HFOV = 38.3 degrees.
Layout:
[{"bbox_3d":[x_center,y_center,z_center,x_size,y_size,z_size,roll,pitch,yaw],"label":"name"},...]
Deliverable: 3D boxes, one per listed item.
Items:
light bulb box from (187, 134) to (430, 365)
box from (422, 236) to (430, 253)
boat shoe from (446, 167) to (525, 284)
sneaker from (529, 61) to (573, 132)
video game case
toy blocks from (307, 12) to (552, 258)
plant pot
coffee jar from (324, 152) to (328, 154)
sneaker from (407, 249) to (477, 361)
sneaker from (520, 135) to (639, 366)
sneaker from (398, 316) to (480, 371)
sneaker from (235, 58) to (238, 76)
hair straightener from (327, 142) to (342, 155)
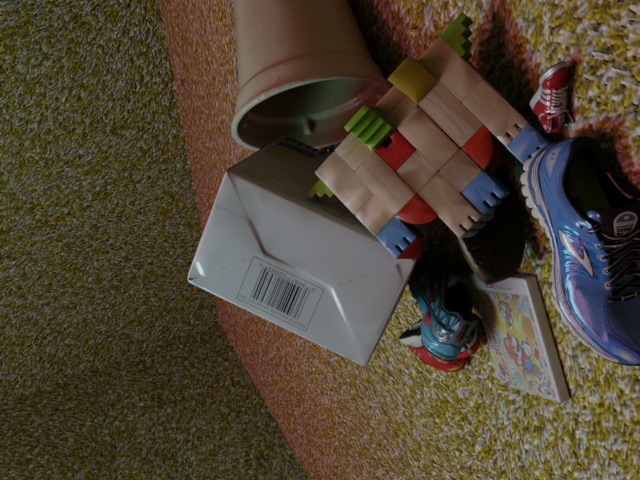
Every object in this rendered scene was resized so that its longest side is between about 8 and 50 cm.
[{"bbox_3d":[0.000,0.000,1.705,0.225,0.357,0.361,-66,-6,20],"label":"light bulb box"},{"bbox_3d":[0.132,0.014,2.021,0.275,0.113,0.094,-155,47,-68],"label":"box"},{"bbox_3d":[0.252,-0.080,1.571,0.120,0.122,0.324,107,148,-71],"label":"boat shoe"},{"bbox_3d":[0.333,-0.196,1.298,0.118,0.042,0.067,93,157,-67],"label":"sneaker"},{"bbox_3d":[0.352,0.167,1.657,0.206,0.026,0.227,-177,69,-72],"label":"video game case"},{"bbox_3d":[0.186,-0.117,1.438,0.261,0.381,0.190,48,-162,12],"label":"toy blocks"},{"bbox_3d":[-0.044,-0.382,1.848,0.334,0.333,0.306,122,137,-68],"label":"plant pot"},{"bbox_3d":[-0.025,-0.167,2.316,0.079,0.096,0.184,48,166,-13],"label":"coffee jar"},{"bbox_3d":[0.250,0.102,1.772,0.125,0.104,0.262,-56,28,35],"label":"sneaker"},{"bbox_3d":[0.379,0.012,1.241,0.147,0.129,0.330,131,118,-73],"label":"sneaker"},{"bbox_3d":[0.267,0.217,1.897,0.118,0.107,0.279,52,166,-7],"label":"sneaker"},{"bbox_3d":[-0.121,-0.500,2.129,0.283,0.107,0.124,-66,24,10],"label":"sneaker"},{"bbox_3d":[0.051,-0.224,2.139,0.089,0.047,0.230,-132,32,-50],"label":"hair straightener"}]
